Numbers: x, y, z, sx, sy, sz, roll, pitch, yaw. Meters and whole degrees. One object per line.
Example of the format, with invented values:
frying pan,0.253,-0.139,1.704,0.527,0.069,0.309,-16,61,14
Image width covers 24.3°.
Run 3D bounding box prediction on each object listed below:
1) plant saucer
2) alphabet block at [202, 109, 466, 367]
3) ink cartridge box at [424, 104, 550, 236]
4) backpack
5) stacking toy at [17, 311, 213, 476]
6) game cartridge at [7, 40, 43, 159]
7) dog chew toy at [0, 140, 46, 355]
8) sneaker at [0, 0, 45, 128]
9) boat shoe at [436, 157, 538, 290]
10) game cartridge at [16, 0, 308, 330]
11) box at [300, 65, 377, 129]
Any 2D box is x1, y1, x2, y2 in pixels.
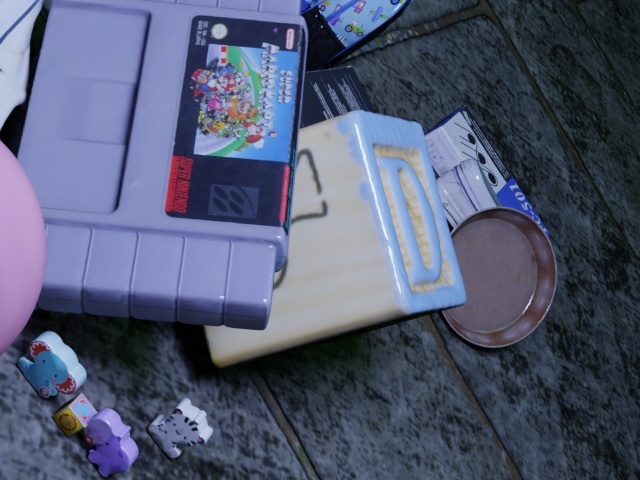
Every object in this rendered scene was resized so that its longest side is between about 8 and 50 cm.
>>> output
plant saucer,0.205,0.043,1.776,0.168,0.029,0.168,-2,94,-24
alphabet block,0.000,0.000,1.385,0.193,0.197,0.192,3,72,-68
ink cartridge box,0.213,-0.068,1.939,0.207,0.046,0.097,57,33,-5
backpack,0.031,-0.289,1.748,0.117,0.173,0.158,48,34,-17
stacking toy,-0.194,0.131,1.200,0.221,0.052,0.167,52,32,-10
game cartridge,-0.194,-0.086,1.381,0.196,0.060,0.294,41,36,-33
dog chew toy,-0.337,0.026,0.959,0.332,0.207,0.206,-25,85,-51
sneaker,-0.290,-0.153,1.286,0.091,0.094,0.258,62,31,-32
boat shoe,0.208,0.003,1.849,0.226,0.076,0.083,60,15,-17
game cartridge,-0.133,-0.096,1.255,0.068,0.230,0.355,90,4,-56
box,0.013,-0.046,1.588,0.184,0.103,0.261,-16,77,-61
